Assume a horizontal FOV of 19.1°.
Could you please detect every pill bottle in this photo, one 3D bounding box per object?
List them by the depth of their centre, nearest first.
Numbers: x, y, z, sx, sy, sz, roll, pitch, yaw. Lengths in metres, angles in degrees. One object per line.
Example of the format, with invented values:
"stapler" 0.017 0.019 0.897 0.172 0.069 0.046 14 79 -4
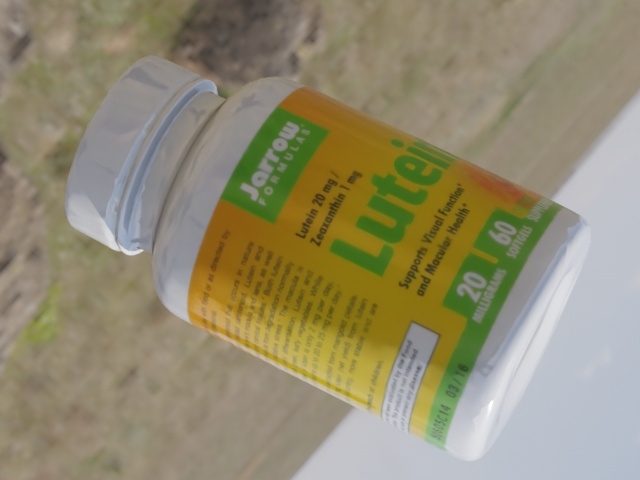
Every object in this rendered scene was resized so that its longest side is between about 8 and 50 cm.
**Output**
"pill bottle" 0.000 0.000 0.970 0.136 0.245 0.136 -59 167 -23
